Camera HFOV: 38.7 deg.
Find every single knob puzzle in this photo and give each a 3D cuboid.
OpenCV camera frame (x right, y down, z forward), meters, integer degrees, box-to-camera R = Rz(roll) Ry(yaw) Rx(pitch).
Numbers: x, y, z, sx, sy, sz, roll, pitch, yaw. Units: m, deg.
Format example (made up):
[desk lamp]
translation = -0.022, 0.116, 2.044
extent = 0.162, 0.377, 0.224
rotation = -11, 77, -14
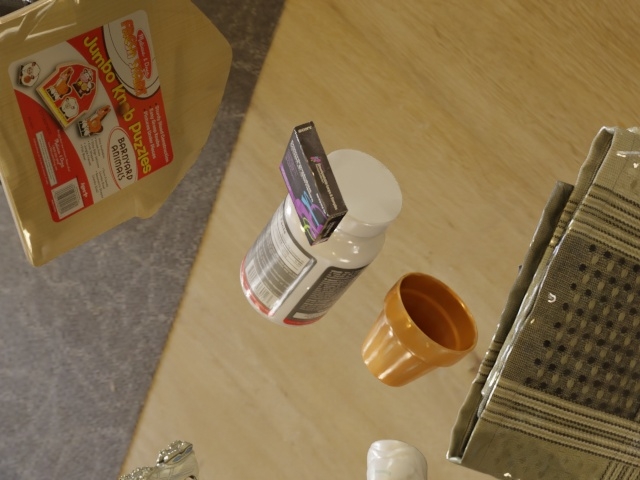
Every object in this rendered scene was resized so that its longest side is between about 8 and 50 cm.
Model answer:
[knob puzzle]
translation = -0.143, -0.099, 0.633
extent = 0.030, 0.213, 0.213
rotation = 29, 101, 36

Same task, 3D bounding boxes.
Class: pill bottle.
[pill bottle]
translation = 0.000, 0.000, 1.778
extent = 0.210, 0.210, 0.363
rotation = 56, 138, 16

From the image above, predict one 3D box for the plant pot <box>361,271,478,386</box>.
[plant pot]
translation = 0.189, 0.202, 1.891
extent = 0.205, 0.205, 0.188
rotation = 52, 125, 17

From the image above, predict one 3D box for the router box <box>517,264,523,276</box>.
[router box]
translation = 0.524, 0.147, 1.732
extent = 0.308, 0.081, 0.243
rotation = -10, 53, 34

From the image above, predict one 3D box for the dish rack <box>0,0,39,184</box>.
[dish rack]
translation = -0.302, -0.153, 0.972
extent = 0.074, 0.208, 0.272
rotation = -42, 60, 43

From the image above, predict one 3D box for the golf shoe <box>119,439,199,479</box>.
[golf shoe]
translation = -0.281, 0.419, 1.558
extent = 0.069, 0.176, 0.086
rotation = -8, 108, 59

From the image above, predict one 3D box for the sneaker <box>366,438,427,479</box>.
[sneaker]
translation = 0.064, 0.217, 0.675
extent = 0.053, 0.061, 0.152
rotation = -9, 126, 26

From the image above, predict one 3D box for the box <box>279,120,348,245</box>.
[box]
translation = -0.011, -0.065, 1.117
extent = 0.029, 0.162, 0.116
rotation = -19, 81, -14

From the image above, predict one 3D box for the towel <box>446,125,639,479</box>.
[towel]
translation = 0.288, 0.084, 0.795
extent = 0.312, 0.324, 0.056
rotation = -66, 27, 8
